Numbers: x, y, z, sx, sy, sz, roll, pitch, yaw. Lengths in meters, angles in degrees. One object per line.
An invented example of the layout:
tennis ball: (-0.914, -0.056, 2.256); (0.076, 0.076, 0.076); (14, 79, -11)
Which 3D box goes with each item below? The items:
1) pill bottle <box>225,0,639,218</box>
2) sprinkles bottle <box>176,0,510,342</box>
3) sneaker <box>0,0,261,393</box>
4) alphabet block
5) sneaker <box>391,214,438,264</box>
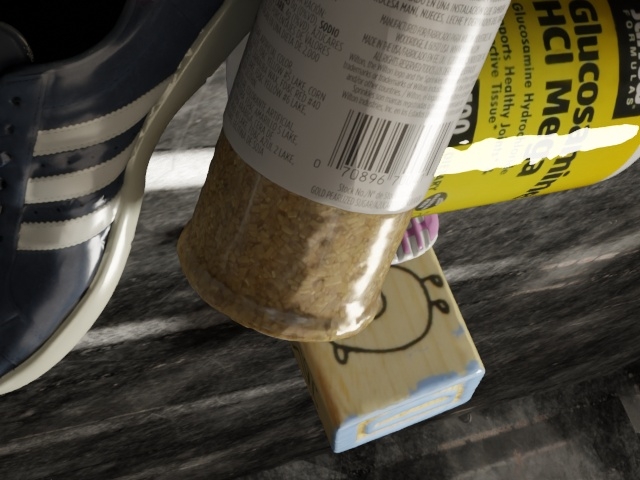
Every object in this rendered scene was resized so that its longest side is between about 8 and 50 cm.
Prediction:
pill bottle: (0.119, -0.120, 0.892); (0.334, 0.188, 0.188); (-11, 160, -35)
sprinkles bottle: (0.030, -0.119, 0.647); (0.121, 0.121, 0.355); (-7, 130, -42)
sneaker: (-0.163, -0.067, 0.697); (0.148, 0.131, 0.350); (9, 116, -50)
alphabet block: (0.067, 0.120, 1.557); (0.192, 0.197, 0.193); (-21, 164, -8)
sneaker: (0.000, 0.000, 1.301); (0.236, 0.095, 0.104); (-13, 168, -14)
